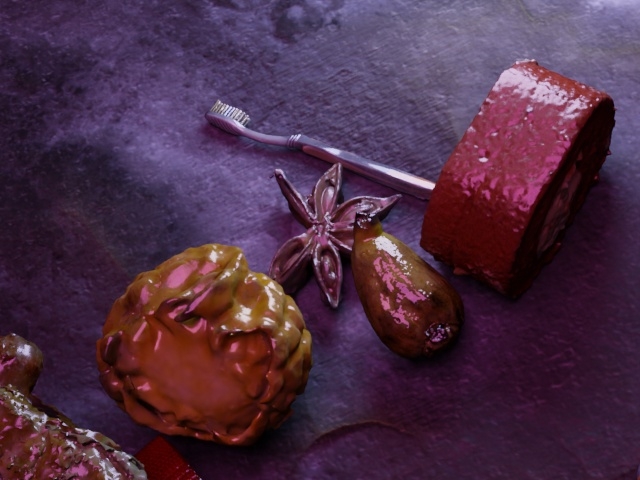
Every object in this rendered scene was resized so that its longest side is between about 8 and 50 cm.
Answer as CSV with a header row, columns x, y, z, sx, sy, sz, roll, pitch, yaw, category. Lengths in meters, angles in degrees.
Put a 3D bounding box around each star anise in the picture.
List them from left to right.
x,y,z,sx,sy,sz,roll,pitch,yaw,category
0.017,-0.003,1.922,0.172,0.063,0.208,-2,58,9,star anise

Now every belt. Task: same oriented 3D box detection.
x,y,z,sx,sy,sz,roll,pitch,yaw,category
-0.164,0.323,1.750,0.124,0.128,0.201,-41,61,-10,belt

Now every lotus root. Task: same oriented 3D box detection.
x,y,z,sx,sy,sz,roll,pitch,yaw,category
0.092,0.052,1.831,0.108,0.094,0.190,-28,75,-24,lotus root

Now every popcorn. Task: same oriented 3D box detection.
x,y,z,sx,sy,sz,roll,pitch,yaw,category
-0.129,0.121,1.802,0.250,0.190,0.250,0,93,4,popcorn

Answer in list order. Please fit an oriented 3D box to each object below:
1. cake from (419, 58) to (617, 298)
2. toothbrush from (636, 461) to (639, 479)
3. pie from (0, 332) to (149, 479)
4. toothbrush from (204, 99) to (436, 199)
x,y,z,sx,sy,sz,roll,pitch,yaw,category
0.233,-0.081,1.837,0.151,0.177,0.283,28,74,27,cake
0.419,0.134,1.759,0.031,0.023,0.321,13,65,29,toothbrush
-0.352,0.350,1.696,0.418,0.180,0.395,46,107,34,pie
0.010,-0.111,1.999,0.375,0.028,0.037,22,62,25,toothbrush
